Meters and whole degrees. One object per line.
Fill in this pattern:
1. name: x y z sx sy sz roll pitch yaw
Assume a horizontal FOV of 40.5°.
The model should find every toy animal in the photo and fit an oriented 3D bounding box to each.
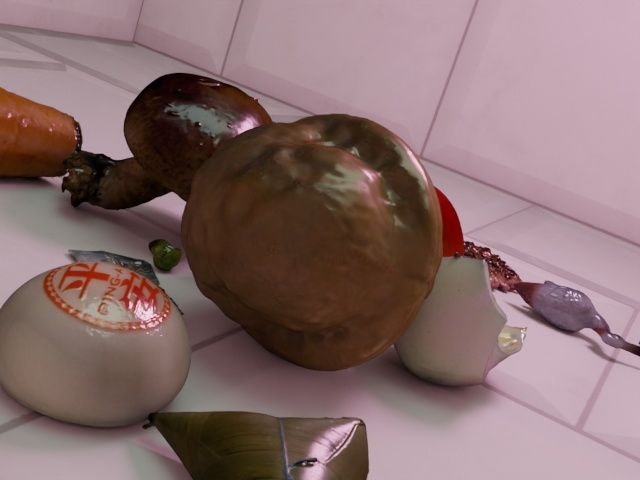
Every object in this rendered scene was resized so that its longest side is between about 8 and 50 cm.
1. toy animal: 0.548 0.151 1.876 0.195 0.090 0.324 12 15 -23

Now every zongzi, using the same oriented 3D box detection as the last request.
1. zongzi: -0.091 0.239 0.836 0.256 0.115 0.228 10 21 10

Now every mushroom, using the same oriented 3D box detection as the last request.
1. mushroom: -0.251 -0.137 1.576 0.334 0.356 0.331 37 -5 -19

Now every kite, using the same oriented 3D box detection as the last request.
1. kite: -0.293 0.063 1.345 0.141 0.015 0.245 6 17 -36

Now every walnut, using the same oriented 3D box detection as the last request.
1. walnut: -0.014 -0.004 1.230 0.383 0.384 0.383 17 16 -5

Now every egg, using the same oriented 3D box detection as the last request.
1. egg: 0.201 0.151 1.362 0.206 0.162 0.271 4 -30 23

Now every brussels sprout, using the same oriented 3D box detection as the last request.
1. brussels sprout: -0.263 0.021 1.468 0.051 0.046 0.083 19 13 -23

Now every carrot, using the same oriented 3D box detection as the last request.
1. carrot: -0.597 -0.207 1.611 0.196 0.196 0.254 27 13 28

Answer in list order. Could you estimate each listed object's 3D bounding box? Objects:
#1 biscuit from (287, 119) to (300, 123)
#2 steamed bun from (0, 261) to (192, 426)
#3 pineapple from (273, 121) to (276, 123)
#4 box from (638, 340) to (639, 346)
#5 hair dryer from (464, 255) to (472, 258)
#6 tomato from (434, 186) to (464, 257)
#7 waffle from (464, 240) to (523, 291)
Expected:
1. biscuit: -0.026 -0.106 1.461 0.274 0.213 0.091 -13 36 -18
2. steamed bun: -0.258 0.104 1.006 0.231 0.145 0.232 17 15 -5
3. pineapple: -0.155 -0.196 2.105 0.202 0.202 0.362 21 2 8
4. box: 0.883 0.219 1.877 0.332 0.173 0.145 15 16 -14
5. hair dryer: 0.189 0.078 1.792 0.267 0.092 0.229 7 20 11
6. tomato: 0.126 -0.016 1.660 0.298 0.226 0.298 -5 19 2
7. waffle: 0.366 0.052 2.078 0.221 0.055 0.234 13 21 -25
